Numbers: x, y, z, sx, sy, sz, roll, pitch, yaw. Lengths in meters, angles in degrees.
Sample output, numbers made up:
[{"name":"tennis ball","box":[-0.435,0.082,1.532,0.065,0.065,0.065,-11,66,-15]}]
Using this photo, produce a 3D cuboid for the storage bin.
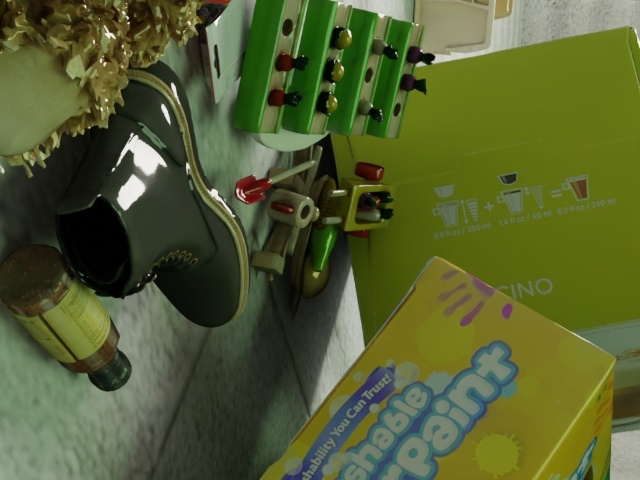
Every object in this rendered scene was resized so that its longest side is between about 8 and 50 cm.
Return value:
[{"name":"storage bin","box":[0.236,-0.442,1.469,0.262,0.123,0.260,-54,148,-60]}]

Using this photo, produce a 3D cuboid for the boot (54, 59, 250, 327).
[{"name":"boot","box":[-0.100,0.011,0.550,0.137,0.077,0.197,-85,160,-50]}]

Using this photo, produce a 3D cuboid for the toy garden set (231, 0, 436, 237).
[{"name":"toy garden set","box":[0.018,-0.093,0.793,0.244,0.049,0.203,-9,115,-58]}]

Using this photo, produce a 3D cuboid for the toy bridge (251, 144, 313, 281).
[{"name":"toy bridge","box":[-0.030,-0.052,0.901,0.063,0.026,0.188,48,53,-72]}]

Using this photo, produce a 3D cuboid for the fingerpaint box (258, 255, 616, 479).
[{"name":"fingerpaint box","box":[0.049,0.297,0.737,0.445,0.163,0.371,-49,149,-16]}]

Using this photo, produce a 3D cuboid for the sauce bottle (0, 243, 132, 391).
[{"name":"sauce bottle","box":[-0.140,0.049,0.533,0.128,0.042,0.042,78,25,-57]}]

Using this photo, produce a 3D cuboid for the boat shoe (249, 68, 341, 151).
[{"name":"boat shoe","box":[-0.015,-0.133,0.831,0.184,0.063,0.066,-39,139,-42]}]

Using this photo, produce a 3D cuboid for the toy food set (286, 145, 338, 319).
[{"name":"toy food set","box":[0.000,0.000,0.946,0.192,0.039,0.132,92,12,-67]}]

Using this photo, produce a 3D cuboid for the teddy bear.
[{"name":"teddy bear","box":[-0.106,-0.189,0.439,0.245,0.113,0.338,47,58,-57]}]

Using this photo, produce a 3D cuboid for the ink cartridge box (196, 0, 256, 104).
[{"name":"ink cartridge box","box":[-0.070,-0.155,0.695,0.115,0.029,0.062,-62,156,-48]}]

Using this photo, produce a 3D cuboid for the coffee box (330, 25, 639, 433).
[{"name":"coffee box","box":[0.211,0.021,1.046,0.334,0.338,0.338,69,12,-60]}]
